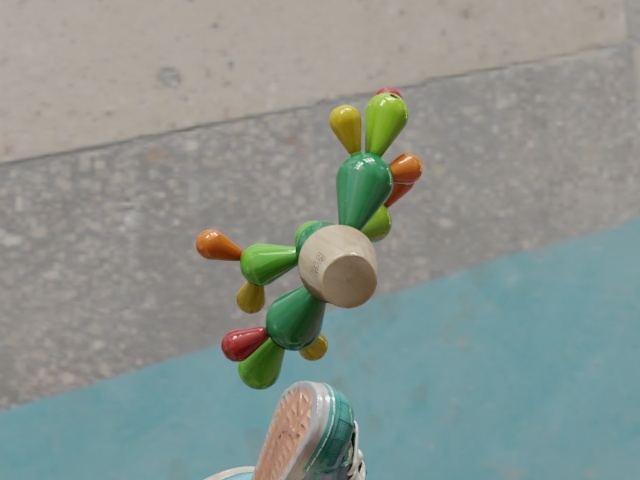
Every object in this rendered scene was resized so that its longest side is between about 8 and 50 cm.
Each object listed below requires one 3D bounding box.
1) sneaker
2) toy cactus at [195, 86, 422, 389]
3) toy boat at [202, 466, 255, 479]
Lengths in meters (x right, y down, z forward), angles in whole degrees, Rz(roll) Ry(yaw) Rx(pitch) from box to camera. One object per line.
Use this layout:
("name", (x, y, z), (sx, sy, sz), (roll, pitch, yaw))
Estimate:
("sneaker", (0.005, 0.226, 1.501), (0.121, 0.302, 0.108), (10, 57, -8))
("toy cactus", (0.000, 0.000, 1.013), (0.112, 0.180, 0.219), (37, 93, -12))
("toy boat", (-0.121, 0.420, 1.794), (0.318, 0.148, 0.267), (-25, 99, -39))
